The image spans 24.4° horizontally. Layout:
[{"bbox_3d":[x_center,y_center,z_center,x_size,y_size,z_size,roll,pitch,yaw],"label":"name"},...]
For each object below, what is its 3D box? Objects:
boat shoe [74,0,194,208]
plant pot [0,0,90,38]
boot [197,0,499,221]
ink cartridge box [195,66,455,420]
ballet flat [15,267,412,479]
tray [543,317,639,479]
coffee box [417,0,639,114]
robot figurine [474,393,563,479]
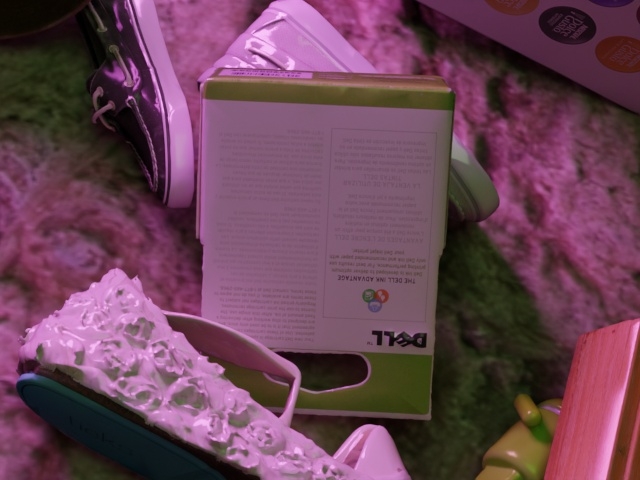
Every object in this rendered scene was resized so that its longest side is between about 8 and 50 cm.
[{"bbox_3d":[-0.155,-0.116,1.204,0.070,0.078,0.219,-8,59,-19],"label":"boat shoe"},{"bbox_3d":[-0.268,-0.321,1.216,0.215,0.215,0.230,9,47,-10],"label":"plant pot"},{"bbox_3d":[0.018,-0.078,1.230,0.258,0.095,0.123,42,74,11],"label":"boot"},{"bbox_3d":[0.000,0.000,1.150,0.188,0.097,0.255,3,102,0],"label":"ink cartridge box"},{"bbox_3d":[-0.027,0.155,1.057,0.409,0.147,0.147,35,61,3],"label":"ballet flat"},{"bbox_3d":[0.237,0.283,1.062,0.203,0.076,0.411,33,59,-24],"label":"tray"},{"bbox_3d":[0.260,-0.378,1.266,0.334,0.337,0.338,26,60,-12],"label":"coffee box"},{"bbox_3d":[0.172,0.168,1.147,0.115,0.067,0.101,-37,105,-29],"label":"robot figurine"}]
